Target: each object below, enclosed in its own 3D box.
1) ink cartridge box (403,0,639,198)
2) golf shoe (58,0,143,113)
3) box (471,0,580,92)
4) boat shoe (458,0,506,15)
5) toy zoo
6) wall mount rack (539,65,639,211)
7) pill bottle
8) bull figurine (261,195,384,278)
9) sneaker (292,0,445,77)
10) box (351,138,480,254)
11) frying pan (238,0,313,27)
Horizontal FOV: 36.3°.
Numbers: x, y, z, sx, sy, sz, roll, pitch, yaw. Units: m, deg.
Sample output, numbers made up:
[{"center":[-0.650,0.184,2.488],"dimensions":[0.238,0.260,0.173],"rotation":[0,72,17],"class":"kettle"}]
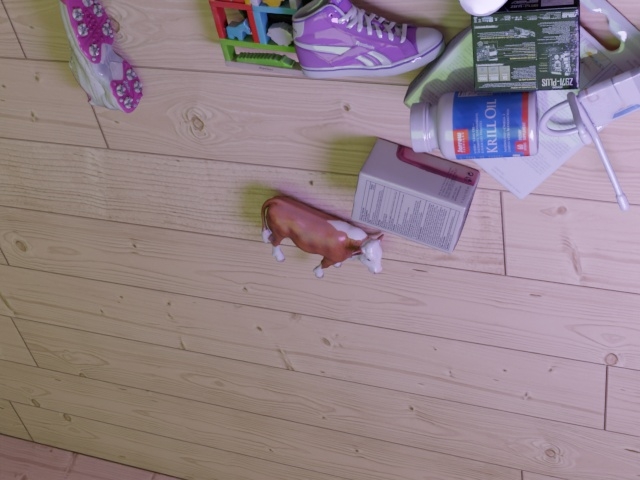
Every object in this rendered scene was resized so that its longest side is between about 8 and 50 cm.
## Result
[{"center":[0.391,-0.301,1.798],"dimensions":[0.308,0.091,0.385],"rotation":[38,121,-11],"class":"ink cartridge box"},{"center":[-0.509,-0.407,2.133],"dimensions":[0.140,0.115,0.306],"rotation":[3,132,30],"class":"golf shoe"},{"center":[0.355,-0.338,1.683],"dimensions":[0.180,0.077,0.147],"rotation":[-1,120,14],"class":"box"},{"center":[0.338,-0.496,1.586],"dimensions":[0.108,0.102,0.301],"rotation":[33,118,-22],"class":"boat shoe"},{"center":[-0.124,-0.449,1.872],"dimensions":[0.192,0.030,0.293],"rotation":[11,139,22],"class":"toy zoo"},{"center":[0.576,-0.196,1.700],"dimensions":[0.350,0.130,0.304],"rotation":[-22,150,22],"class":"wall mount rack"},{"center":[0.277,-0.208,1.756],"dimensions":[0.221,0.124,0.124],"rotation":[-2,132,15],"class":"pill bottle"},{"center":[0.000,0.000,2.273],"dimensions":[0.310,0.101,0.188],"rotation":[28,141,-1],"class":"bull figurine"},{"center":[0.084,-0.389,1.800],"dimensions":[0.282,0.102,0.161],"rotation":[-5,130,10],"class":"sneaker"},{"center":[0.198,-0.093,2.052],"dimensions":[0.232,0.127,0.148],"rotation":[20,139,10],"class":"box"},{"center":[-0.055,-0.510,1.821],"dimensions":[0.197,0.053,0.326],"rotation":[31,139,-4],"class":"frying pan"}]
